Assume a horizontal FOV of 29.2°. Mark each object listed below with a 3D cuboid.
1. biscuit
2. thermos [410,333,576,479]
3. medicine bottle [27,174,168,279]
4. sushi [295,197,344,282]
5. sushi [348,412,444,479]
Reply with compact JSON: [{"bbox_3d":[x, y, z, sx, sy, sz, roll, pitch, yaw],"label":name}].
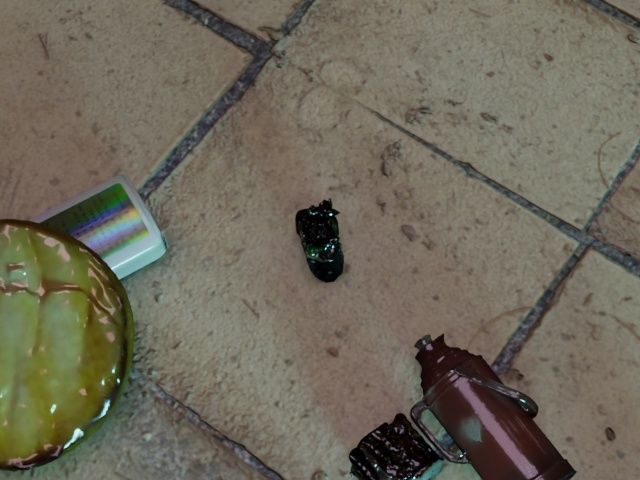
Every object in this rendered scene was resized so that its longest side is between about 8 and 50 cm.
[{"bbox_3d":[-0.364,0.118,1.439,0.297,0.102,0.296,0,93,-3],"label":"biscuit"},{"bbox_3d":[0.183,0.206,1.425,0.124,0.099,0.232,-34,70,-12],"label":"thermos"},{"bbox_3d":[-0.312,0.014,1.536,0.219,0.078,0.115,-29,72,-11],"label":"medicine bottle"},{"bbox_3d":[0.000,0.000,1.533,0.056,0.084,0.083,-8,66,-1],"label":"sushi"},{"bbox_3d":[0.086,0.256,1.403,0.094,0.098,0.084,-40,69,-13],"label":"sushi"}]
